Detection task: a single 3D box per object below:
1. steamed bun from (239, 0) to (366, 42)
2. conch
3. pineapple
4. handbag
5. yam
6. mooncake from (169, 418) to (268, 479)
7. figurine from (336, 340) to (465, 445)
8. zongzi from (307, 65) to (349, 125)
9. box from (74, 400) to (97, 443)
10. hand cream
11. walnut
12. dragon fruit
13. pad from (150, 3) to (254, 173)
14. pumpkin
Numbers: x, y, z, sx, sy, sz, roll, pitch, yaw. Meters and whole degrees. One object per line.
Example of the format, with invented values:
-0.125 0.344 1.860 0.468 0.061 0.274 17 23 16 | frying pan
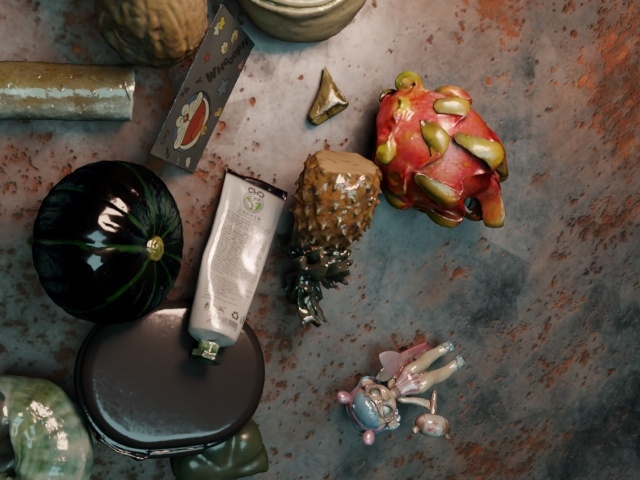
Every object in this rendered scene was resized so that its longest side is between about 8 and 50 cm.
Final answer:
-0.023 -0.483 1.058 0.310 0.219 0.324 28 89 -24 | steamed bun
-0.455 0.354 1.082 0.195 0.220 0.277 -33 137 -38 | conch
0.000 0.000 1.183 0.141 0.170 0.309 -12 126 -44 | pineapple
-0.243 0.225 1.139 0.308 0.093 0.253 1 77 -22 | handbag
-0.405 -0.222 1.031 0.259 0.093 0.093 -3 101 -20 | yam
-0.179 0.391 1.232 0.168 0.104 0.175 33 91 -30 | mooncake
0.173 0.302 1.342 0.260 0.103 0.205 -29 84 -18 | figurine
-0.001 -0.252 1.213 0.076 0.040 0.083 -32 98 -6 | zongzi
-0.418 0.317 1.171 0.046 0.012 0.083 -25 108 -14 | box
-0.144 0.039 1.144 0.121 0.076 0.335 27 63 -27 | hand cream
-0.242 -0.347 0.990 0.178 0.230 0.178 3 73 -11 | walnut
0.212 -0.146 1.233 0.227 0.243 0.307 -68 155 -22 | dragon fruit
-0.181 -0.230 1.089 0.006 0.170 0.245 26 90 13 | pad
-0.340 0.000 1.048 0.248 0.248 0.247 -4 102 -21 | pumpkin
